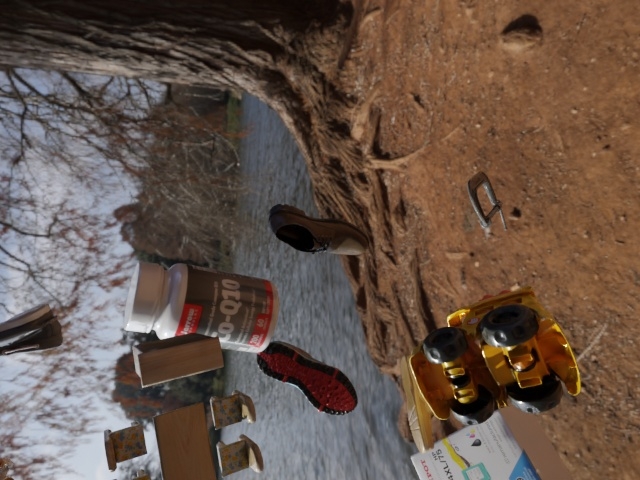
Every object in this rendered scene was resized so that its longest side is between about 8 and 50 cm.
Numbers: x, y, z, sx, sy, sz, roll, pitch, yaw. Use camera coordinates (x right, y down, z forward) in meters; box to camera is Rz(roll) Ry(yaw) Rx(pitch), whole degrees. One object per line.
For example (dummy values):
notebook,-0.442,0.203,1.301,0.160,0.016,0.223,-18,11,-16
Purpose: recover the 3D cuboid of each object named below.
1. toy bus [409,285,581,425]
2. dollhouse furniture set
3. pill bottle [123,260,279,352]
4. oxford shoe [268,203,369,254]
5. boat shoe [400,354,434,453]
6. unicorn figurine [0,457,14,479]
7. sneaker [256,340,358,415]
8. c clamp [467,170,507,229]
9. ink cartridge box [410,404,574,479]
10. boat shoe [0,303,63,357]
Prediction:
toy bus,0.267,0.161,0.753,0.149,0.220,0.211,63,-160,-15
dollhouse furniture set,-0.200,0.268,0.682,0.161,0.212,0.242,-17,83,63
pill bottle,-0.244,0.137,0.966,0.161,0.283,0.161,-38,45,52
oxford shoe,0.000,0.000,0.975,0.096,0.227,0.083,-102,29,-55
boat shoe,0.186,0.285,0.831,0.063,0.059,0.170,99,168,-59
unicorn figurine,-0.397,0.313,0.557,0.060,0.162,0.111,53,130,24
sneaker,-0.022,0.312,1.120,0.104,0.262,0.125,-58,-5,3
c clamp,0.333,-0.070,0.920,0.022,0.160,0.137,-17,93,37
ink cartridge box,0.405,0.547,1.120,0.270,0.197,0.198,-42,55,26
boat shoe,-0.724,0.237,1.016,0.112,0.335,0.096,-81,-29,-76
